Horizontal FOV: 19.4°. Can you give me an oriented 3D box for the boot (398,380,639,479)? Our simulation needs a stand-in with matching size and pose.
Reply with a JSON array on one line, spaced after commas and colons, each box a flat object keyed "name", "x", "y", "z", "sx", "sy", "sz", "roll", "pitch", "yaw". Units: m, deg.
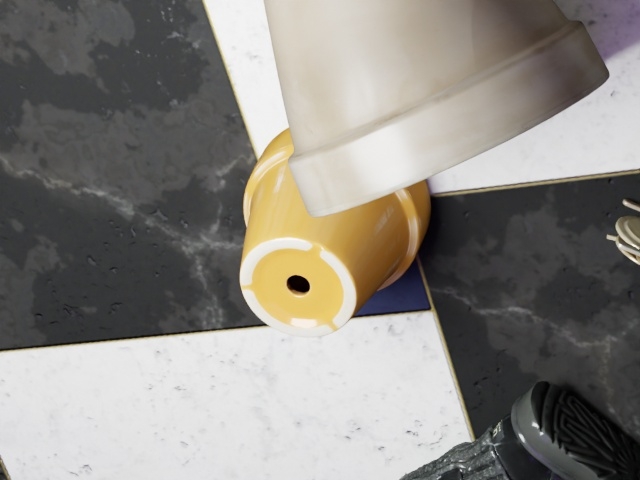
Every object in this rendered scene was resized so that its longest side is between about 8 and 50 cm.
[{"name": "boot", "x": 0.279, "y": 0.340, "z": 2.194, "sx": 0.348, "sy": 0.131, "sz": 0.260, "roll": 42, "pitch": 123, "yaw": -5}]

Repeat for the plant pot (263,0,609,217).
[{"name": "plant pot", "x": 0.075, "y": -0.214, "z": 1.819, "sx": 0.323, "sy": 0.323, "sz": 0.280, "roll": -23, "pitch": 96, "yaw": 29}]

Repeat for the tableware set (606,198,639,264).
[{"name": "tableware set", "x": 0.391, "y": 0.033, "z": 1.952, "sx": 0.194, "sy": 0.128, "sz": 0.039, "roll": 24, "pitch": 116, "yaw": 2}]

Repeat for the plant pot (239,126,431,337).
[{"name": "plant pot", "x": 0.000, "y": 0.000, "z": 2.026, "sx": 0.205, "sy": 0.188, "sz": 0.205, "roll": 9, "pitch": 124, "yaw": 13}]
